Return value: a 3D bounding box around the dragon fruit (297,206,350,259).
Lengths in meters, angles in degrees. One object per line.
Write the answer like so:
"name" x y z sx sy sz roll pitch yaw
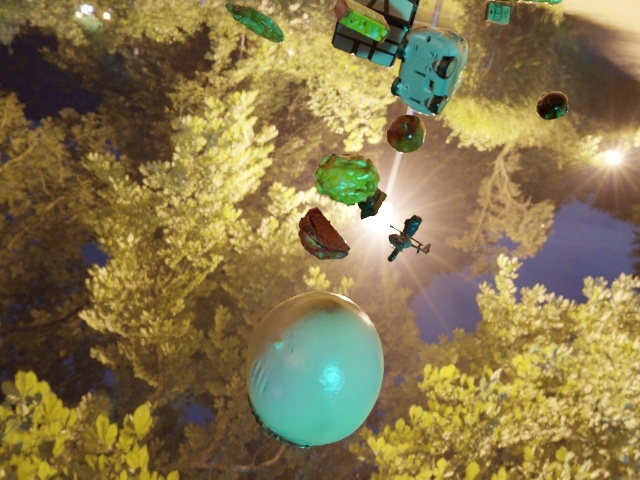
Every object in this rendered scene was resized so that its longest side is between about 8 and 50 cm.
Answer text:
"dragon fruit" 0.000 0.000 2.045 0.163 0.189 0.262 -32 -118 -18

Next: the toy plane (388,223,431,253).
"toy plane" 0.257 0.006 1.502 0.145 0.037 0.060 25 -112 15

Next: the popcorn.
"popcorn" 0.114 -0.281 2.222 0.286 0.215 0.252 6 -131 -12

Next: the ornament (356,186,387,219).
"ornament" 0.225 -0.266 2.502 0.106 0.260 0.251 -9 -152 29

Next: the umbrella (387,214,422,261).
"umbrella" 0.351 -0.009 2.144 0.070 0.248 0.071 17 -142 -14

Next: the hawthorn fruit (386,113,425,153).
"hawthorn fruit" 0.267 -0.345 1.595 0.140 0.125 0.125 39 180 -39

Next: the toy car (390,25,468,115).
"toy car" 0.358 -0.538 1.568 0.180 0.271 0.212 35 -124 26

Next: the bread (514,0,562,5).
"bread" 0.614 -0.813 1.590 0.239 0.111 0.246 0 -153 -13

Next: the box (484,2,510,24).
"box" 0.578 -0.740 1.645 0.083 0.053 0.024 -1 -169 -22

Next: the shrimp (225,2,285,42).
"shrimp" -0.251 -0.825 1.875 0.294 0.062 0.154 30 174 19

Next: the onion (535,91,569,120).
"onion" 0.891 -0.520 1.934 0.119 0.117 0.118 51 -170 -12

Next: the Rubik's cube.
"Rubik's cube" 0.227 -0.914 2.003 0.293 0.289 0.283 16 165 -1

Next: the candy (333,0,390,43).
"candy" 0.091 -0.487 1.109 0.121 0.038 0.062 11 -133 -32

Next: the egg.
"egg" -0.006 0.276 1.251 0.354 0.340 0.355 8 -141 -6
